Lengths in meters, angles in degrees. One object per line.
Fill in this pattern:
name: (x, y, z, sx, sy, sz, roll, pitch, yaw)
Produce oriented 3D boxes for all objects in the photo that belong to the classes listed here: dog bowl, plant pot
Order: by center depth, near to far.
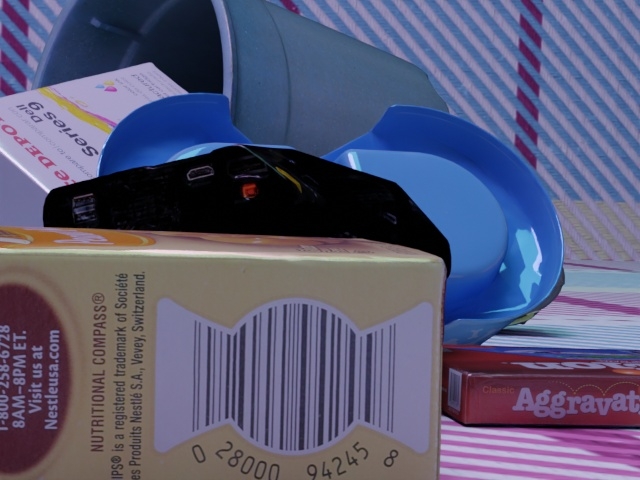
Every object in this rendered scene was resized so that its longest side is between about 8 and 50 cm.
dog bowl: (0.000, 0.000, 1.087, 0.297, 0.166, 0.074, 2, -37, -24)
plant pot: (-0.068, -0.095, 1.793, 0.334, 0.341, 0.341, 11, -4, -41)

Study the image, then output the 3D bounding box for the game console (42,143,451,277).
game console: (-0.128, 0.023, 0.893, 0.361, 0.044, 0.213, -12, -13, 18)

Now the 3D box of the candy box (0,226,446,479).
candy box: (-0.125, 0.038, 0.654, 0.317, 0.087, 0.183, 2, 1, -7)

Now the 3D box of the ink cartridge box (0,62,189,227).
ink cartridge box: (-0.141, -0.029, 1.206, 0.154, 0.093, 0.212, 39, 32, 20)

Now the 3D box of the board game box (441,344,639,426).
board game box: (0.192, 0.074, 0.911, 0.281, 0.027, 0.145, 2, 3, -10)

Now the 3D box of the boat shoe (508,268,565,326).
boat shoe: (0.037, 0.014, 1.381, 0.305, 0.109, 0.091, 6, -4, -7)
